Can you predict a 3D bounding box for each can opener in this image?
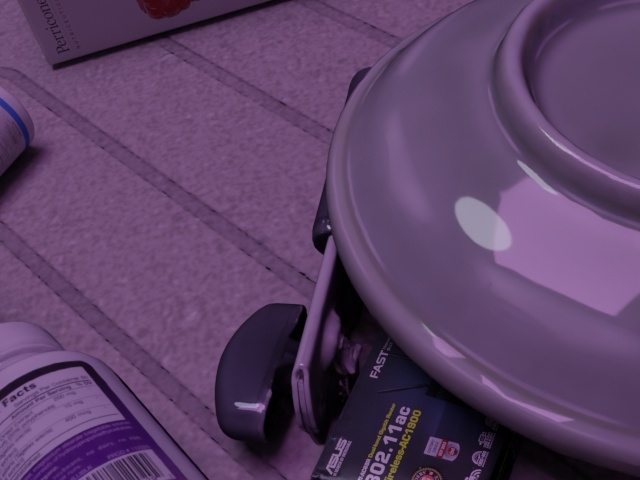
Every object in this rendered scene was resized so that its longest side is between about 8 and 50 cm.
[{"bbox_3d":[0.000,0.000,0.669,0.095,0.076,0.283,0,47,15],"label":"can opener"}]

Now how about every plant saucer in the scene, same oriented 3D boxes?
[{"bbox_3d":[0.202,-0.059,0.599,0.401,0.100,0.400,-1,47,1],"label":"plant saucer"}]

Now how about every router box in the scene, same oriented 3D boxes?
[{"bbox_3d":[0.062,0.102,0.582,0.092,0.038,0.122,10,52,25],"label":"router box"}]

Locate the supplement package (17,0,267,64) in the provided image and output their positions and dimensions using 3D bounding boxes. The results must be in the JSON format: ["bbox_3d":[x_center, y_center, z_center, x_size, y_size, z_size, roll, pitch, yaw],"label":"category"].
[{"bbox_3d":[-0.132,-0.305,0.918,0.293,0.177,0.175,-16,46,1],"label":"supplement package"}]

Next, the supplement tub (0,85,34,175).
[{"bbox_3d":[-0.278,-0.067,0.814,0.071,0.071,0.107,15,54,27],"label":"supplement tub"}]

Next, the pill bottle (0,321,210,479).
[{"bbox_3d":[-0.133,0.127,0.566,0.108,0.108,0.193,-36,48,-18],"label":"pill bottle"}]
